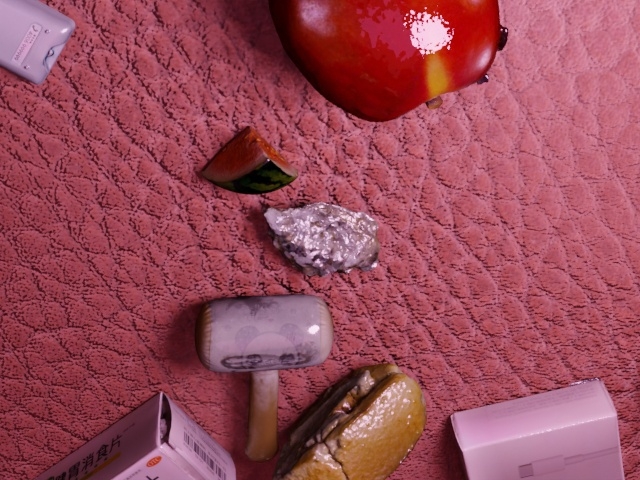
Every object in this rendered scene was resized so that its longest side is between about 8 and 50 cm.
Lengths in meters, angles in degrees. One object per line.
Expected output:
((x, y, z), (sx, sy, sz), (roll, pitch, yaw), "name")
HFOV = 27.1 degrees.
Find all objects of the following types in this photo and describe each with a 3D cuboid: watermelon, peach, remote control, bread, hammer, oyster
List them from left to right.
((-0.461, -0.300, 1.667), (0.293, 0.051, 0.103), (27, 113, -21), "remote control")
((-0.103, -0.109, 1.812), (0.135, 0.125, 0.094), (-4, 91, 17), "watermelon")
((-0.082, 0.215, 1.976), (0.202, 0.113, 0.305), (-1, 125, -2), "hammer")
((0.000, 0.000, 1.883), (0.177, 0.064, 0.125), (2, 115, -10), "oyster")
((0.046, 0.289, 1.983), (0.124, 0.186, 0.257), (41, 95, -18), "bread")
((0.060, -0.301, 1.604), (0.258, 0.201, 0.361), (-16, 112, 30), "peach")

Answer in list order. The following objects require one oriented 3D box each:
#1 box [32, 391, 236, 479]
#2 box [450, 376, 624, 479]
((-0.302, 0.399, 2.027), (0.333, 0.145, 0.173), (-35, 119, 14), "box")
((0.349, 0.348, 2.096), (0.252, 0.106, 0.203), (-12, 122, 2), "box")
